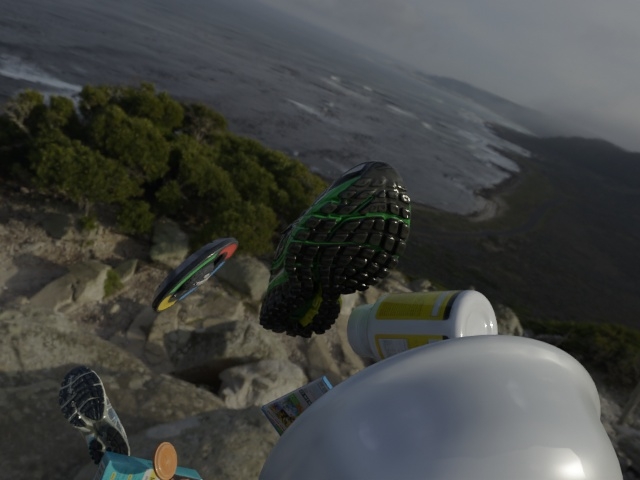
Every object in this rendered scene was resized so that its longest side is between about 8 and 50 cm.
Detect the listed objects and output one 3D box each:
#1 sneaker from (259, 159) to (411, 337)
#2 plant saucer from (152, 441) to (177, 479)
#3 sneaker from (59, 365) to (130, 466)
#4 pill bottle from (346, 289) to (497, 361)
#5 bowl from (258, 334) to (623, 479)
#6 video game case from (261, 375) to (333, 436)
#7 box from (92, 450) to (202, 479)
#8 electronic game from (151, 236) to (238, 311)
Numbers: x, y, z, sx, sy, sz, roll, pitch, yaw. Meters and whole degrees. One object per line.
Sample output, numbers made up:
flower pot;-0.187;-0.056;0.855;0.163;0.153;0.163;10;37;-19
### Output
sneaker;0.000;0.000;0.764;0.134;0.343;0.146;14;55;-20
plant saucer;-0.355;0.507;1.334;0.013;0.083;0.083;-15;10;18
sneaker;-0.576;0.459;1.485;0.110;0.122;0.282;-25;76;-16
pill bottle;0.127;0.119;0.760;0.184;0.103;0.103;-7;-7;44
bowl;0.108;0.223;0.433;0.298;0.297;0.134;15;27;-24
video game case;-0.028;0.367;1.222;0.119;0.166;0.015;56;21;-7
box;-0.418;0.589;1.395;0.244;0.100;0.060;26;-9;-30
electronic game;-0.268;0.073;1.249;0.048;0.229;0.229;48;23;4
